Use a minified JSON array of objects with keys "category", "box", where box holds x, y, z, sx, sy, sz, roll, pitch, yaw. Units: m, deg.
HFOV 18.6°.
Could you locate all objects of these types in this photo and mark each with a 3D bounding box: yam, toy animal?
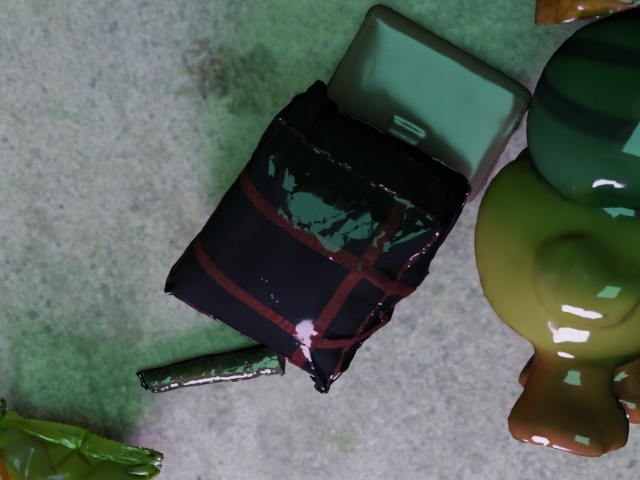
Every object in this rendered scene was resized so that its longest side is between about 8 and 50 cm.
[{"category":"yam","box":[-0.095,0.113,1.665,0.129,0.027,0.033,-13,102,11]},{"category":"toy animal","box":[0.219,-0.022,1.503,0.191,0.216,0.338,23,111,28]}]

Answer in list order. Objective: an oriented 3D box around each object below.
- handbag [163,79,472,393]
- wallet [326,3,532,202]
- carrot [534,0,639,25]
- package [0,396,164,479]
[{"category":"handbag","box":[0.000,0.000,1.549,0.169,0.155,0.215,37,123,2]},{"category":"wallet","box":[0.082,-0.108,1.576,0.152,0.039,0.118,32,106,2]},{"category":"carrot","box":[0.226,-0.281,1.451,0.159,0.159,0.225,-6,102,9]},{"category":"package","box":[-0.231,0.252,1.687,0.168,0.090,0.226,14,109,5]}]
